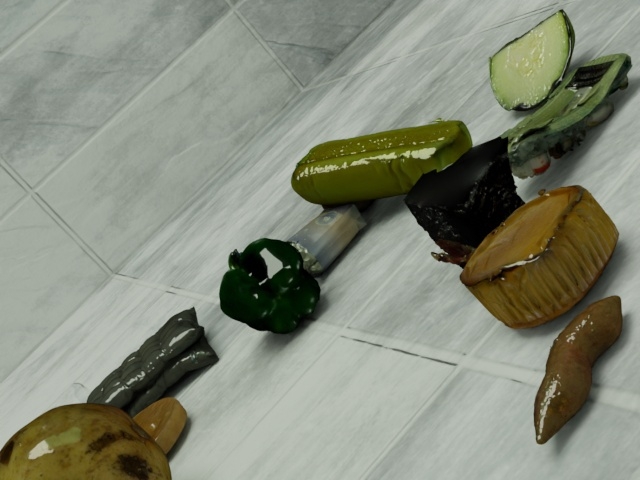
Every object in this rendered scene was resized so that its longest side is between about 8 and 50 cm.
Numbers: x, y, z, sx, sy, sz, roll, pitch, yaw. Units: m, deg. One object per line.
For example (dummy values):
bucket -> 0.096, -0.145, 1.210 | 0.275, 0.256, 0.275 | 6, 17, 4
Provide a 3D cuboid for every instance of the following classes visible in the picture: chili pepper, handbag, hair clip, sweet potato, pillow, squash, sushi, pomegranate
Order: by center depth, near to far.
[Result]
sweet potato -> 0.271, 0.136, 1.076 | 0.065, 0.051, 0.218 | -15, 30, 52
sushi -> 0.225, -0.031, 1.439 | 0.172, 0.150, 0.153 | -18, 28, 53
pomegranate -> -0.354, 0.382, 1.508 | 0.281, 0.281, 0.281 | -38, 16, 13
hair clip -> 0.387, -0.187, 1.600 | 0.321, 0.091, 0.138 | -38, 14, -27
chili pepper -> -0.103, 0.083, 1.882 | 0.174, 0.165, 0.261 | -61, 22, -4
squash -> 0.423, -0.315, 1.901 | 0.192, 0.085, 0.184 | -32, 47, 38
handbag -> 0.000, 0.000, 1.986 | 0.173, 0.095, 0.117 | -46, 16, -26
pillow -> -0.362, 0.285, 2.073 | 0.326, 0.101, 0.228 | -41, 13, -4

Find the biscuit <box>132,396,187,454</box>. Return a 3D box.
biscuit -> -0.375, 0.429, 1.801 | 0.355, 0.052, 0.275 | -47, 17, -23

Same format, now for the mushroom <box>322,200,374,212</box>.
mushroom -> 0.081, -0.111, 2.115 | 0.170, 0.080, 0.135 | -41, 30, -1

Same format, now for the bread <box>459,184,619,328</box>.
bread -> 0.281, 0.024, 1.260 | 0.199, 0.104, 0.199 | -39, 12, 10

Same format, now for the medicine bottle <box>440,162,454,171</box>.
medicine bottle -> 0.233, -0.078, 1.649 | 0.058, 0.091, 0.058 | -38, 17, 13

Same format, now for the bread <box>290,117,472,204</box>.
bread -> 0.121, -0.143, 1.956 | 0.384, 0.112, 0.166 | -7, 28, 34
